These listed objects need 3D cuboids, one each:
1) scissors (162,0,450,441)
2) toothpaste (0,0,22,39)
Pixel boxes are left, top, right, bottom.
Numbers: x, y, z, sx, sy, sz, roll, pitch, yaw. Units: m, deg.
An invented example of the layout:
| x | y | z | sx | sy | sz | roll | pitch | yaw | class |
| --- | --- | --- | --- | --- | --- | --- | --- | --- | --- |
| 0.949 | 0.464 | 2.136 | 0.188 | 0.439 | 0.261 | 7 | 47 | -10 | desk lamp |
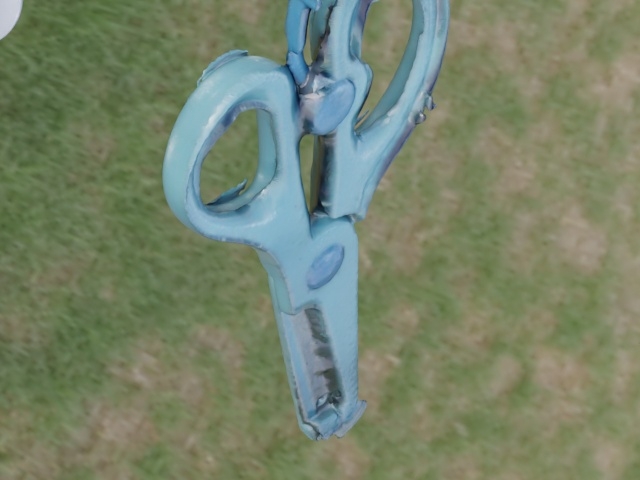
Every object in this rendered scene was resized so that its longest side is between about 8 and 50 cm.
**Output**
| x | y | z | sx | sy | sz | roll | pitch | yaw | class |
| --- | --- | --- | --- | --- | --- | --- | --- | --- | --- |
| 0.000 | 0.000 | 0.903 | 0.180 | 0.032 | 0.393 | -36 | 149 | -21 | scissors |
| -0.196 | -0.175 | 0.869 | 0.089 | 0.234 | 0.057 | -35 | 126 | 7 | toothpaste |
